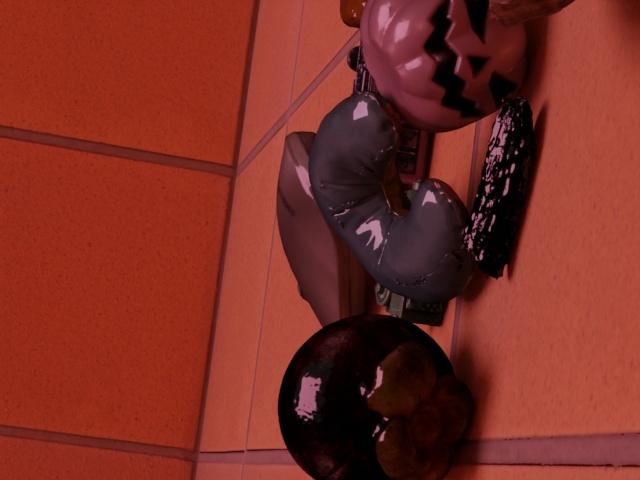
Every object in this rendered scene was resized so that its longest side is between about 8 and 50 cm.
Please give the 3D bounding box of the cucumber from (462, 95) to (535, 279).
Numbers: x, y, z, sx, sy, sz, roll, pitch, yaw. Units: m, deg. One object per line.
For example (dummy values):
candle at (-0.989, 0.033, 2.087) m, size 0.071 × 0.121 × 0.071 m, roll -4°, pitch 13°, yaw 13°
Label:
cucumber at (0.179, -0.053, 1.548) m, size 0.053 × 0.053 × 0.181 m, roll -116°, pitch 38°, yaw -72°

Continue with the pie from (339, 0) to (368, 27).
pie at (0.086, -0.423, 2.285) m, size 0.273 × 0.069 × 0.273 m, roll -167°, pitch 90°, yaw -78°

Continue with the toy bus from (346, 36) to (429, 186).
toy bus at (0.087, -0.166, 1.959) m, size 0.096 × 0.108 × 0.199 m, roll 176°, pitch 101°, yaw -78°

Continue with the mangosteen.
mangosteen at (0.057, 0.173, 1.643) m, size 0.210 × 0.209 × 0.210 m, roll -171°, pitch 90°, yaw -79°

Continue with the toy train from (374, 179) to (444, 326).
toy train at (0.111, 0.017, 1.796) m, size 0.099 × 0.070 × 0.172 m, roll -172°, pitch 90°, yaw -69°

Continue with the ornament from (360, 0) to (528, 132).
ornament at (0.132, -0.202, 1.613) m, size 0.177 × 0.177 × 0.177 m, roll -171°, pitch 90°, yaw -79°

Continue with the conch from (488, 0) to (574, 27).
conch at (0.206, -0.317, 1.259) m, size 0.352 × 0.210 × 0.297 m, roll 10°, pitch -94°, yaw -67°

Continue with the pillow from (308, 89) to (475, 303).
pillow at (0.076, -0.037, 1.668) m, size 0.233 × 0.086 × 0.214 m, roll 55°, pitch 155°, yaw 13°

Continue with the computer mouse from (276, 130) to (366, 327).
computer mouse at (-0.006, 0.002, 2.102) m, size 0.331 × 0.095 × 0.197 m, roll 86°, pitch 165°, yaw -46°
